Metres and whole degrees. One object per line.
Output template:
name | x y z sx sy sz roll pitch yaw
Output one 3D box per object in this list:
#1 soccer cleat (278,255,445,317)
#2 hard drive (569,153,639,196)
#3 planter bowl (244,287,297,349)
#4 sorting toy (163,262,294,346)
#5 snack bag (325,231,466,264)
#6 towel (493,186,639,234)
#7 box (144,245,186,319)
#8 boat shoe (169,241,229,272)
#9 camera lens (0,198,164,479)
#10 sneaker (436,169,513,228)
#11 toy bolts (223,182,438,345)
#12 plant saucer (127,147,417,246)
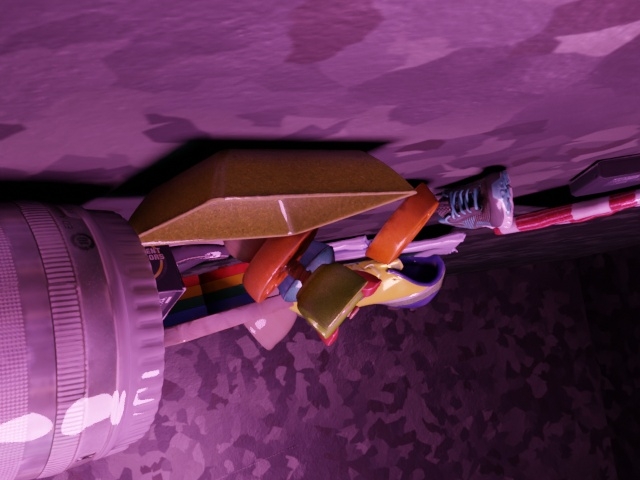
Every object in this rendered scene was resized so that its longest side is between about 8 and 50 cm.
soccer cleat | 0.071 0.061 1.308 0.289 0.093 0.121 -1 141 -27
hard drive | 0.363 -0.079 0.973 0.094 0.022 0.135 -10 173 3
planter bowl | -0.103 0.117 1.585 0.109 0.162 0.162 -36 173 0
sorting toy | -0.218 0.102 1.196 0.257 0.089 0.255 -17 177 33
snack bag | 0.082 0.023 1.435 0.342 0.037 0.323 -9 174 4
towel | 0.434 -0.054 1.122 0.329 0.037 0.237 -13 178 36
box | -0.377 0.135 0.921 0.318 0.097 0.395 -6 151 -39
boat shoe | -0.209 0.038 1.031 0.206 0.065 0.075 -10 173 4
camera lens | -0.283 0.080 0.605 0.274 0.219 0.219 -5 172 -36
sneaker | 0.170 -0.038 0.912 0.076 0.065 0.166 -5 172 0
toy bolts | 0.000 0.000 0.914 0.218 0.158 0.228 -48 171 -15
plant saucer | -0.051 -0.037 0.671 0.188 0.045 0.188 -4 172 -36
